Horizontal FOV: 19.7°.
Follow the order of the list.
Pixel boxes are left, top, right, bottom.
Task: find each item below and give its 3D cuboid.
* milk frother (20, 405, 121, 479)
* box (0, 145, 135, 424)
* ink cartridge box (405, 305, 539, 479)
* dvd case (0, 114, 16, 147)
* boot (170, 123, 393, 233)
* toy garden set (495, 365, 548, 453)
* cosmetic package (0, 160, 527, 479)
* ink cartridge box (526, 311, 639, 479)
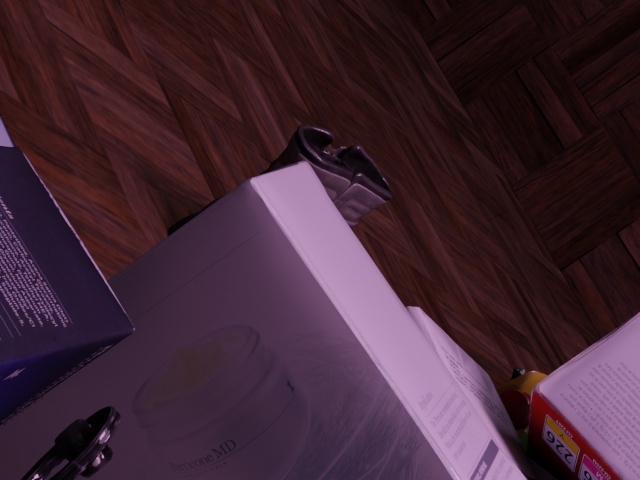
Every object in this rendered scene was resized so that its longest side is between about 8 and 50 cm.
[{"bbox_3d":[-0.103,0.168,0.816,0.135,0.143,0.129,45,9,-29],"label":"milk frother"},{"bbox_3d":[-0.195,0.042,0.783,0.108,0.153,0.207,57,14,6],"label":"box"},{"bbox_3d":[0.047,0.206,1.128,0.114,0.197,0.273,43,18,-47],"label":"ink cartridge box"},{"bbox_3d":[-0.242,-0.044,1.120,0.180,0.022,0.253,61,14,26],"label":"dvd case"},{"bbox_3d":[0.000,0.000,1.552,0.246,0.161,0.083,34,25,-56],"label":"boot"},{"bbox_3d":[0.109,0.152,1.372,0.204,0.244,0.049,21,53,-56],"label":"toy garden set"},{"bbox_3d":[-0.047,0.113,0.968,0.225,0.224,0.138,55,13,3],"label":"cosmetic package"},{"bbox_3d":[0.276,0.230,1.187,0.309,0.130,0.272,48,-19,28],"label":"ink cartridge box"}]
